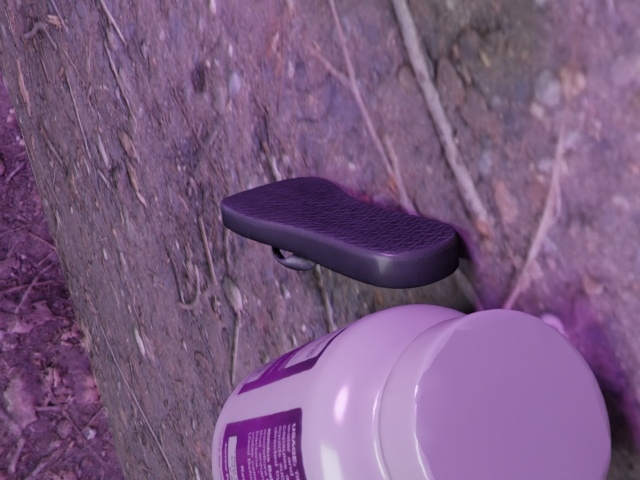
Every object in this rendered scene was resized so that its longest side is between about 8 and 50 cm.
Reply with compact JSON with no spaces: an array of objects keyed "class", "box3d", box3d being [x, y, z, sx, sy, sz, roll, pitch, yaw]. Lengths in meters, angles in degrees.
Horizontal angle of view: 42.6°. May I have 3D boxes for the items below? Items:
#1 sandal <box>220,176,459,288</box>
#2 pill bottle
[{"class":"sandal","box3d":[0.000,0.000,0.633,0.254,0.097,0.055,25,127,54]},{"class":"pill bottle","box3d":[0.044,0.137,0.554,0.301,0.169,0.169,-35,75,62]}]
